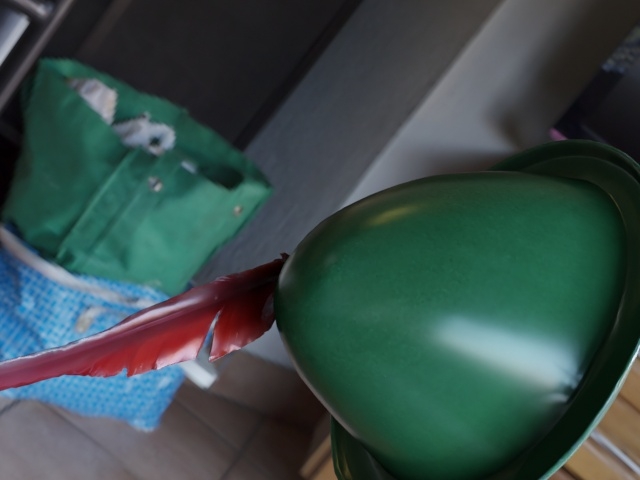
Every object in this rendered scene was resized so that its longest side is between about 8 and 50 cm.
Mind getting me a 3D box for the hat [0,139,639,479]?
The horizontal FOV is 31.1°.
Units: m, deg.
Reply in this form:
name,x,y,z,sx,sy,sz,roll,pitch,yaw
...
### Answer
name,x,y,z,sx,sy,sz,roll,pitch,yaw
hat,0.000,0.000,0.430,0.183,0.209,0.173,36,-28,-26
